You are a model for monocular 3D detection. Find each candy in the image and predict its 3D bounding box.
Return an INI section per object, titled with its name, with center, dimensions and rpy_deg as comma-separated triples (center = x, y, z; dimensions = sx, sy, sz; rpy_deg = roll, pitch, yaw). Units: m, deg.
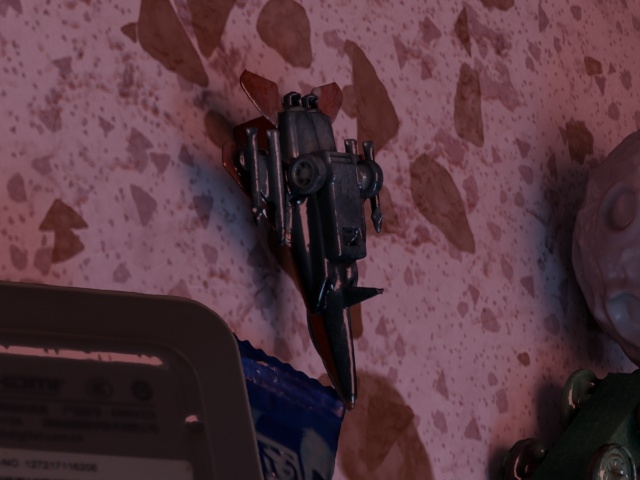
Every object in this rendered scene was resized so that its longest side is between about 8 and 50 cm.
[candy]
center = -0.060, 0.259, 1.602
dimensions = 0.187, 0.077, 0.331
rpy_deg = 29, 59, -40

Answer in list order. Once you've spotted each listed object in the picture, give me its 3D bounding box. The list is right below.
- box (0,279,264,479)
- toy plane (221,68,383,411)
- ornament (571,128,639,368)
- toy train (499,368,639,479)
[box]
center = -0.205, 0.197, 1.292
dimensions = 0.367, 0.090, 0.373
rpy_deg = 7, 56, -32
[toy plane]
center = 0.005, -0.003, 1.706
dimensions = 0.223, 0.104, 0.326
rpy_deg = 2, 66, -50
[ornament]
center = 0.462, 0.012, 2.133
dimensions = 0.337, 0.337, 0.337
rpy_deg = 20, 63, -46
[toy train]
center = 0.320, 0.282, 2.011
dimensions = 0.304, 0.150, 0.222
rpy_deg = -42, 123, -42
